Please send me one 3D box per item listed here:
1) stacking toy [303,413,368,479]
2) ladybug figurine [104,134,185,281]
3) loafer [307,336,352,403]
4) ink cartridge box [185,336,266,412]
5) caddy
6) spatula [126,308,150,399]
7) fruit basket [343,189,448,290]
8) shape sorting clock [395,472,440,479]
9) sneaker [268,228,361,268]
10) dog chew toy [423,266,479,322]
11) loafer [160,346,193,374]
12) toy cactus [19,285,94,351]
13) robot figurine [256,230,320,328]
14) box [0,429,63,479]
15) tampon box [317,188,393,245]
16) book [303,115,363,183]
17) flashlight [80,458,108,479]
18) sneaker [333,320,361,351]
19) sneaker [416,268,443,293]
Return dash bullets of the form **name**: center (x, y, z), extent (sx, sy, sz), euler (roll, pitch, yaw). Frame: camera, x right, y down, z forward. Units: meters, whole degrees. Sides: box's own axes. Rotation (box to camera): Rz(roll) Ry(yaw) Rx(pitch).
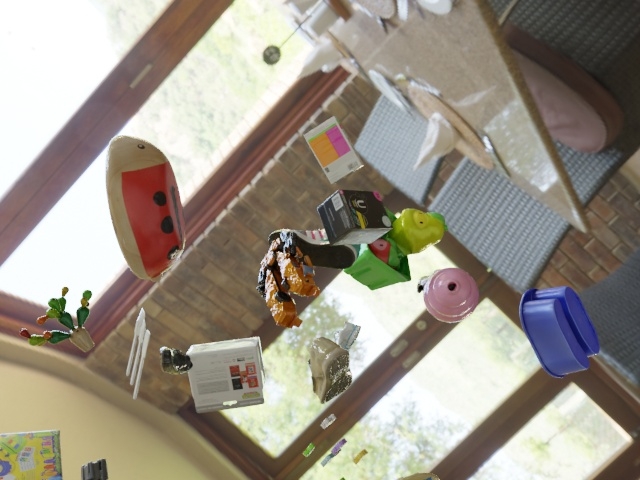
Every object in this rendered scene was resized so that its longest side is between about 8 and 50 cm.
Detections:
- **stacking toy**: center (0.040, 0.693, 1.862), extent (0.167, 0.221, 0.052), euler (43, -148, 23)
- **ladybug figurine**: center (-0.510, -0.095, 1.714), extent (0.305, 0.162, 0.449), euler (-85, -12, -73)
- **loafer**: center (0.021, 0.326, 1.459), extent (0.092, 0.102, 0.268), euler (50, 153, 30)
- **ink cartridge box**: center (-0.405, 0.585, 2.502), extent (0.130, 0.310, 0.271), euler (-90, -7, -81)
- **caddy**: center (0.855, 0.330, 2.094), extent (0.241, 0.179, 0.341), euler (-27, -89, -41)
- **spatula**: center (-0.560, 0.348, 1.768), extent (0.019, 0.242, 0.168), euler (5, -159, -32)
- **fruit basket**: center (0.276, -0.025, 2.188), extent (0.283, 0.392, 0.392), euler (35, -170, -30)
- **shape sorting clock**: center (0.162, 0.555, 1.208), extent (0.206, 0.206, 0.040), euler (39, -171, -40)
- **sneaker**: center (0.000, 0.000, 1.823), extent (0.296, 0.123, 0.178), euler (12, -156, 21)
- **dog chew toy**: center (0.474, 0.189, 2.083), extent (0.206, 0.206, 0.332), euler (46, 180, 17)
- **loafer**: center (-0.422, 0.352, 1.686), extent (0.223, 0.078, 0.076), euler (101, 163, -70)
- **toy cactus**: center (-0.710, 0.239, 1.605), extent (0.180, 0.112, 0.219), euler (58, -144, -19)
- **robot figurine**: center (-0.094, 0.102, 1.578), extent (0.085, 0.211, 0.291), euler (22, -159, -25)
- **box**: center (-0.896, 0.707, 1.636), extent (0.279, 0.177, 0.290), euler (5, -163, -28)
- **tampon box**: center (0.096, -0.063, 1.579), extent (0.161, 0.101, 0.120), euler (-3, -115, -42)
- **book**: center (0.034, -0.230, 1.461), extent (0.144, 0.096, 0.035), euler (61, -156, 1)
- **flashlight**: center (-0.726, 0.875, 1.843), extent (0.103, 0.103, 0.304), euler (-5, -126, -23)
- **sneaker**: center (0.077, 0.385, 2.146), extent (0.083, 0.190, 0.071), euler (25, 148, 16)
- **sneaker**: center (0.462, 0.174, 2.350), extent (0.066, 0.071, 0.188), euler (33, 152, -11)
